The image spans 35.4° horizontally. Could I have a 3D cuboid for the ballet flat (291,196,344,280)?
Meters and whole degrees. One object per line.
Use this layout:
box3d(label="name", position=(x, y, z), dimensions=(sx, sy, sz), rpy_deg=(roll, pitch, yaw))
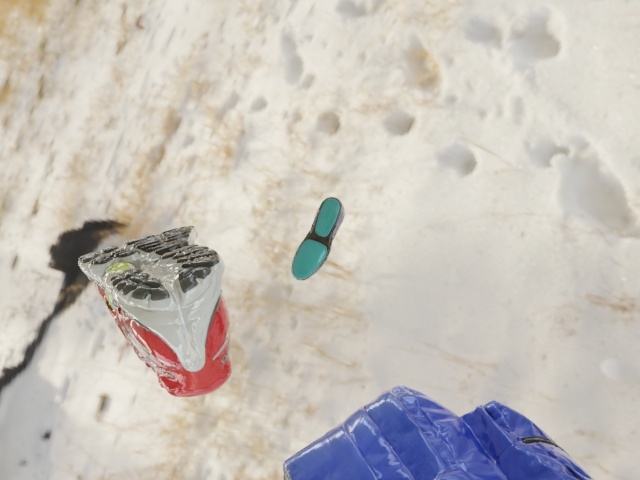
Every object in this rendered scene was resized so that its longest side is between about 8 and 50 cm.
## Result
box3d(label="ballet flat", position=(0.000, 0.000, 1.270), dimensions=(0.041, 0.041, 0.114), rpy_deg=(29, 93, 60))

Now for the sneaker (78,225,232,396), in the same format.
box3d(label="sneaker", position=(-0.134, 0.061, 0.836), dimensions=(0.279, 0.107, 0.118), rpy_deg=(-146, 41, -73))

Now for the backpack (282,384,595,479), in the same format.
box3d(label="backpack", position=(0.050, 0.111, 0.365), dimensions=(0.101, 0.098, 0.120), rpy_deg=(-34, 33, -11))
